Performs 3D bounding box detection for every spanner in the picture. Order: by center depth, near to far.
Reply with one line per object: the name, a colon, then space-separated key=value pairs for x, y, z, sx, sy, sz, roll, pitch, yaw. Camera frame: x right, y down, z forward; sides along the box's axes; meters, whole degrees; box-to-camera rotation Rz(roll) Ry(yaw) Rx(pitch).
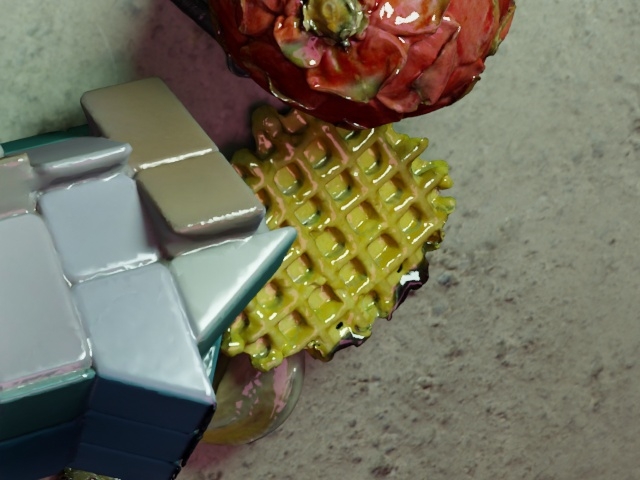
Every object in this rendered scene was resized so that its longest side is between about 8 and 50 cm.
spanner: x=-0.135 y=-0.239 z=1.679 sx=0.054 sy=0.015 sz=0.254 roll=-48 pitch=132 yaw=3

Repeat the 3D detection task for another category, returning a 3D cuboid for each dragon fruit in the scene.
dragon fruit: x=0.041 y=-0.241 z=1.612 sx=0.277 sy=0.277 sz=0.342 roll=-64 pitch=166 yaw=19

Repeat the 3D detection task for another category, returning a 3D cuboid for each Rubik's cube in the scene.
Rubik's cube: x=-0.225 y=0.048 z=1.603 sx=0.358 sy=0.368 sz=0.387 roll=-14 pitch=160 yaw=-22

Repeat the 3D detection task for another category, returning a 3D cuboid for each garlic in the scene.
garlic: x=-0.071 y=0.162 z=1.943 sx=0.101 sy=0.087 sz=0.195 roll=25 pitch=108 yaw=-24

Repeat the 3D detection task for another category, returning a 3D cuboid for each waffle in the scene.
waffle: x=0.002 y=0.001 z=1.854 sx=0.307 sy=0.060 sz=0.311 roll=17 pitch=97 yaw=-31

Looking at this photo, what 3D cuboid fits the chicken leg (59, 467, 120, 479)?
chicken leg: x=-0.236 y=0.272 z=1.932 sx=0.125 sy=0.080 sz=0.196 roll=3 pitch=112 yaw=-43
